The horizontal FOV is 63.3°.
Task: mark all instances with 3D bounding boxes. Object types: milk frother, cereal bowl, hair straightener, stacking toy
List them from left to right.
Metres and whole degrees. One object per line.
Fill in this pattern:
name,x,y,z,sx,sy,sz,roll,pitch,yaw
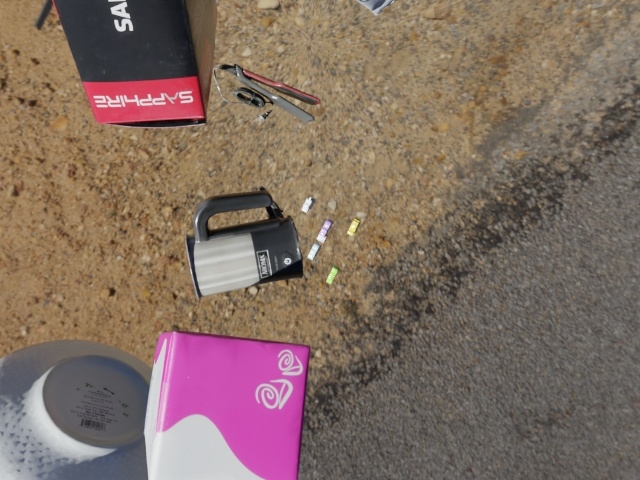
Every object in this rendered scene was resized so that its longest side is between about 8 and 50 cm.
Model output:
cereal bowl,-0.340,0.269,0.752,0.339,0.339,0.141,31,112,-12
milk frother,-0.104,-0.003,0.682,0.135,0.143,0.129,-10,96,-10
hair straightener,-0.111,-0.287,1.049,0.231,0.047,0.088,18,85,-29
stacking toy,0.000,0.000,1.510,0.167,0.052,0.221,28,110,9

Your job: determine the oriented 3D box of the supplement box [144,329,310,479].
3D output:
supplement box,-0.098,0.144,0.480,0.114,0.220,0.111,9,78,-16

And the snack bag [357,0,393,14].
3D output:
snack bag,0.197,-0.708,1.270,0.323,0.343,0.037,-32,82,28

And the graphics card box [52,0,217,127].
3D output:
graphics card box,-0.140,-0.294,0.345,0.094,0.232,0.370,-3,137,-5
